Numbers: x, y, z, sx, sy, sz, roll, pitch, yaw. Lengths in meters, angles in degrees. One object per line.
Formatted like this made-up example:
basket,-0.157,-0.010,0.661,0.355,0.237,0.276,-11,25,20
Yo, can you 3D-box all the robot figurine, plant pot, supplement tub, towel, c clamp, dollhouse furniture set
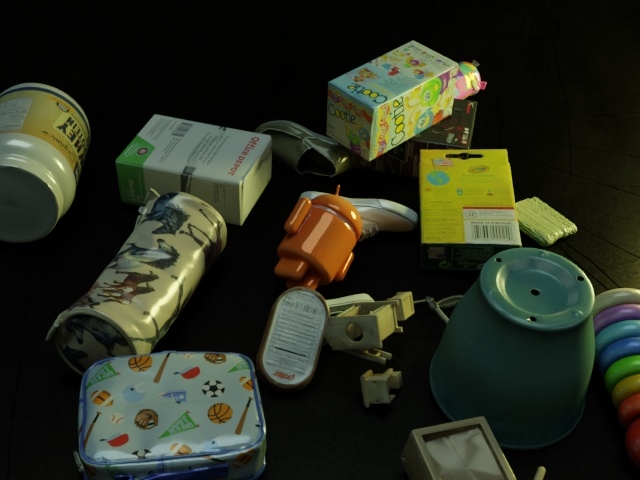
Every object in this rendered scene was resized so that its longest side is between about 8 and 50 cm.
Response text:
robot figurine,0.001,0.001,1.785,0.158,0.128,0.219,33,68,0
plant pot,0.333,0.160,1.502,0.272,0.255,0.271,3,42,-3
supplement tub,-0.620,-0.165,1.912,0.228,0.228,0.316,0,38,-3
towel,0.473,-0.042,1.972,0.110,0.027,0.148,-22,43,-29
c clamp,0.256,0.151,1.721,0.137,0.022,0.161,-15,39,-28
dollhouse furniture set,0.096,0.190,1.608,0.101,0.161,0.182,-5,7,26

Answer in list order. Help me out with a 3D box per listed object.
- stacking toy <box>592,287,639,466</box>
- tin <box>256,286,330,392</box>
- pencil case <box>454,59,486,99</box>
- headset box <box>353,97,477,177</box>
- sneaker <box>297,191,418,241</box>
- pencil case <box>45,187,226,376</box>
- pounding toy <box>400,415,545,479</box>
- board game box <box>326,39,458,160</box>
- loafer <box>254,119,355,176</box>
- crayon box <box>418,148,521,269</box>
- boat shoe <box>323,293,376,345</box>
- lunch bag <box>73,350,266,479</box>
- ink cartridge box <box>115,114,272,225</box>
stacking toy,0.542,0.240,1.538,0.141,0.141,0.330,2,42,-1
tin,-0.047,0.171,1.590,0.106,0.040,0.189,15,70,1
pencil case,0.325,-0.387,2.352,0.104,0.104,0.236,31,47,32
headset box,0.213,-0.255,2.163,0.293,0.110,0.218,10,40,10
sneaker,0.076,-0.035,1.911,0.258,0.094,0.091,7,66,1
pencil case,-0.329,0.076,1.669,0.183,0.160,0.410,25,41,2
pounding toy,0.246,0.381,1.372,0.181,0.094,0.206,-7,48,-19
board game box,0.160,-0.317,2.037,0.275,0.142,0.144,-31,52,-31
loafer,-0.048,-0.210,2.106,0.251,0.094,0.087,15,35,16
crayon box,0.311,-0.072,1.930,0.202,0.081,0.318,1,43,5
boat shoe,0.015,0.154,1.657,0.219,0.078,0.070,-15,40,-23
lunch bag,-0.240,0.294,1.438,0.303,0.115,0.243,-5,41,-10
ink cartridge box,-0.273,-0.158,2.006,0.289,0.121,0.211,12,39,12
